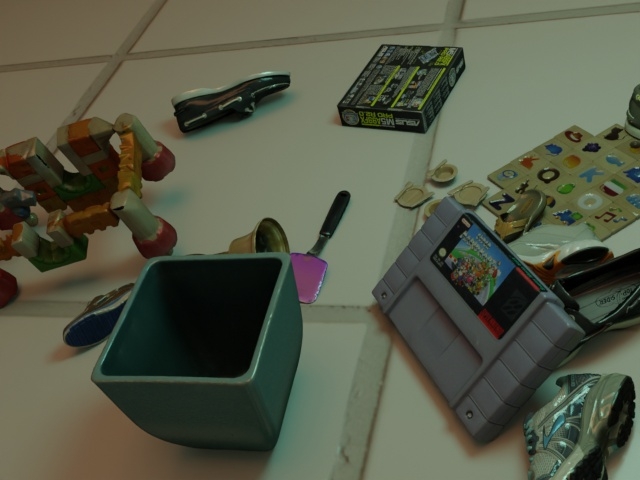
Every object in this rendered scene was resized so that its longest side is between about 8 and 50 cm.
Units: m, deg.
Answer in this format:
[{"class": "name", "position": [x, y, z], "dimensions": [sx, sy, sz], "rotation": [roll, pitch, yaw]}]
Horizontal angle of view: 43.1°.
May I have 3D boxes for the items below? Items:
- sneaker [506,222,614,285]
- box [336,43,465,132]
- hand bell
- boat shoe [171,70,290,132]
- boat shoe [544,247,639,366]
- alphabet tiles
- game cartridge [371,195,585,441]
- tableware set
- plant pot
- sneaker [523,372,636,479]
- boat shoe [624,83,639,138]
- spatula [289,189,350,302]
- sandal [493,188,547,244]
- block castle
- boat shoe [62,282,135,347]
[{"class": "sneaker", "position": [0.354, 0.031, 1.386], "dimensions": [0.263, 0.099, 0.121], "rotation": [-7, 32, 3]}, {"class": "box", "position": [0.192, -0.361, 1.892], "dimensions": [0.216, 0.060, 0.270], "rotation": [10, 48, 27]}, {"class": "hand bell", "position": [-0.194, 0.035, 1.575], "dimensions": [0.242, 0.126, 0.126], "rotation": [-9, 40, 27]}, {"class": "boat shoe", "position": [-0.211, -0.341, 1.994], "dimensions": [0.303, 0.091, 0.114], "rotation": [-16, -3, 4]}, {"class": "boat shoe", "position": [0.395, 0.103, 1.262], "dimensions": [0.340, 0.113, 0.127], "rotation": [-19, 42, -1]}, {"class": "alphabet tiles", "position": [0.496, -0.110, 1.543], "dimensions": [0.343, 0.011, 0.285], "rotation": [-30, 42, -13]}, {"class": "game cartridge", "position": [0.229, 0.106, 1.269], "dimensions": [0.230, 0.068, 0.355], "rotation": [-58, 37, 19]}, {"class": "tableware set", "position": [0.238, -0.095, 1.603], "dimensions": [0.141, 0.020, 0.169], "rotation": [-34, 41, -15]}, {"class": "plant pot", "position": [-0.153, 0.194, 1.250], "dimensions": [0.247, 0.252, 0.247], "rotation": [-3, 43, 18]}, {"class": "sneaker", "position": [0.328, 0.293, 1.104], "dimensions": [0.122, 0.110, 0.283], "rotation": [3, 38, 43]}, {"class": "boat shoe", "position": [0.714, -0.211, 1.508], "dimensions": [0.109, 0.091, 0.305], "rotation": [-33, 44, -29]}, {"class": "spatula", "position": [0.000, 0.000, 1.578], "dimensions": [0.084, 0.030, 0.296], "rotation": [15, 47, 14]}, {"class": "sandal", "position": [0.349, -0.031, 1.464], "dimensions": [0.072, 0.049, 0.180], "rotation": [19, 66, 41]}, {"class": "block castle", "position": [-0.529, -0.055, 1.703], "dimensions": [0.453, 0.213, 0.303], "rotation": [-17, 52, 11]}, {"class": "boat shoe", "position": [-0.415, 0.141, 1.554], "dimensions": [0.183, 0.066, 0.066], "rotation": [-29, 36, -28]}]
